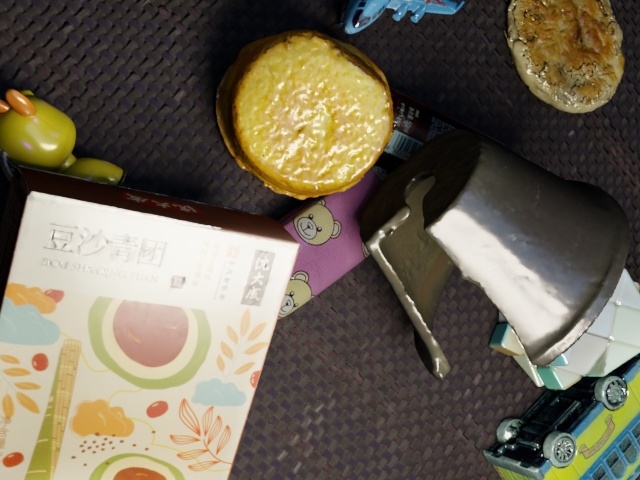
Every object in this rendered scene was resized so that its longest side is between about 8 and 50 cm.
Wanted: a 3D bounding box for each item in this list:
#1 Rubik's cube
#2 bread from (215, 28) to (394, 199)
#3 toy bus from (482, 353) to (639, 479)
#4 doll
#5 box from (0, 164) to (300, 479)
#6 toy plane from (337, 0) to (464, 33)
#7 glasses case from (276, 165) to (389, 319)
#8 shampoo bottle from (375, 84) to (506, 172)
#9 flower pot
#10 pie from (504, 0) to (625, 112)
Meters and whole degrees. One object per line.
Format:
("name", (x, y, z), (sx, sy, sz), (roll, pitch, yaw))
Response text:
("Rubik's cube", (0.423, 0.120, 1.547), (0.265, 0.213, 0.224), (-28, 88, -14))
("bread", (-0.020, -0.180, 1.317), (0.268, 0.146, 0.268), (0, 95, -6))
("toy bus", (0.458, 0.342, 1.590), (0.312, 0.152, 0.190), (-40, 107, -21))
("doll", (-0.364, -0.112, 1.174), (0.221, 0.143, 0.135), (43, 50, -29))
("box", (-0.251, 0.134, 1.167), (0.344, 0.122, 0.385), (11, 104, -28))
("toy plane", (0.106, -0.418, 1.426), (0.254, 0.105, 0.271), (43, 73, -21))
("glasses case", (0.000, 0.000, 1.387), (0.316, 0.076, 0.123), (-37, 111, -24))
("shampoo bottle", (0.211, -0.137, 1.496), (0.323, 0.084, 0.129), (20, 87, -27))
("flower pot", (0.223, -0.010, 1.337), (0.251, 0.379, 0.379), (41, 72, -23))
("pie", (0.443, -0.361, 1.633), (0.274, 0.055, 0.274), (3, 84, -26))
